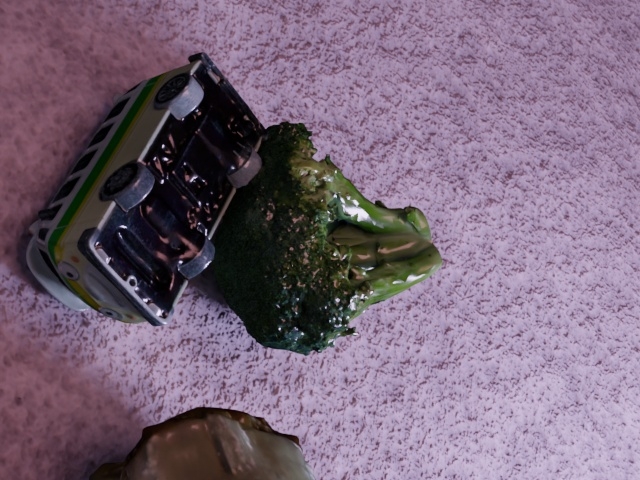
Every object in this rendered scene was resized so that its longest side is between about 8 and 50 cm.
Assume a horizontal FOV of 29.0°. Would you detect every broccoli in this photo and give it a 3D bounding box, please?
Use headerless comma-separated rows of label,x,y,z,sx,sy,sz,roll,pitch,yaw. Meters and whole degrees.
broccoli,0.000,0.000,1.388,0.245,0.294,0.265,-6,125,-18

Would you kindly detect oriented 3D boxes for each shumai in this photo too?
shumai,-0.101,0.329,1.172,0.397,0.324,0.323,3,61,-51

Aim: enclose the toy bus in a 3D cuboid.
toy bus,-0.183,-0.046,1.271,0.133,0.165,0.276,51,47,-31
